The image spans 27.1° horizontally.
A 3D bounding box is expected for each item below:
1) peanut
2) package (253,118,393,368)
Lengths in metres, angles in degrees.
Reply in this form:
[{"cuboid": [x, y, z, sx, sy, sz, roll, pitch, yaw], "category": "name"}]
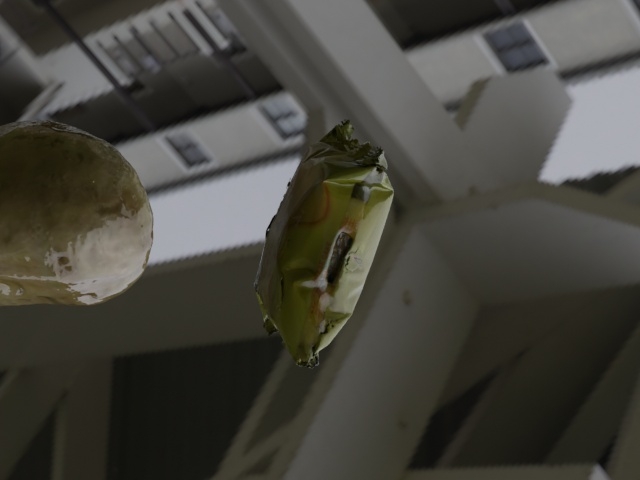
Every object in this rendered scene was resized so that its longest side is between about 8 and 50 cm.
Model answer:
[{"cuboid": [-0.231, -0.016, 0.891, 0.253, 0.122, 0.137, -3, -151, 9], "category": "peanut"}, {"cuboid": [0.000, 0.000, 1.233, 0.168, 0.090, 0.226, -140, -110, -72], "category": "package"}]
